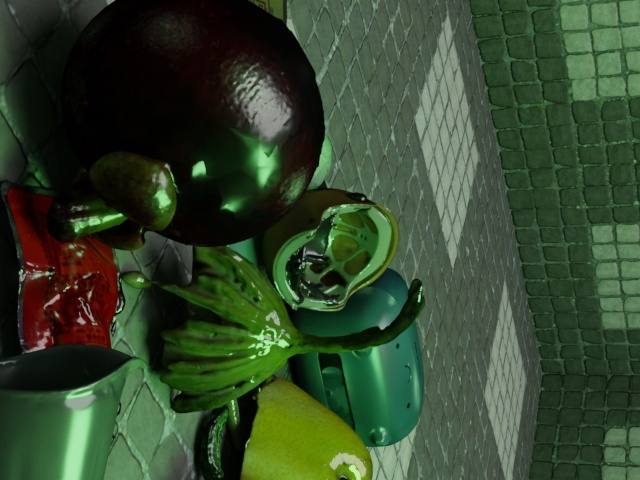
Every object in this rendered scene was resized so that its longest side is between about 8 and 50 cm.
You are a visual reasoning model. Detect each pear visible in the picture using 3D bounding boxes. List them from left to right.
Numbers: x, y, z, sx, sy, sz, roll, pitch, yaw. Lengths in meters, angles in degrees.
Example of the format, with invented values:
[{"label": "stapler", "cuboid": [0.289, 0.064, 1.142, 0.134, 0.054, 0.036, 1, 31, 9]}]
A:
[{"label": "pear", "cuboid": [-0.012, 0.340, 1.556, 0.267, 0.178, 0.267, 6, 90, -78]}]

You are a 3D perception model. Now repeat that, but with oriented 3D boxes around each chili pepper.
[{"label": "chili pepper", "cuboid": [-0.146, 0.268, 1.430, 0.055, 0.035, 0.118, 83, 8, -49]}]

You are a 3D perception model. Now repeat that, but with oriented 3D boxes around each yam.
[{"label": "yam", "cuboid": [-0.125, 0.245, 1.496, 0.021, 0.021, 0.116, -48, 132, -61]}]

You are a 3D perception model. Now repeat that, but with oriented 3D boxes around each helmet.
[{"label": "helmet", "cuboid": [0.000, 0.000, 1.609, 0.224, 0.130, 0.198, -12, 131, -40]}]

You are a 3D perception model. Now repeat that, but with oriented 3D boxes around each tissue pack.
[{"label": "tissue pack", "cuboid": [0.061, 0.201, 1.741, 0.206, 0.198, 0.287, -54, 139, -59]}]

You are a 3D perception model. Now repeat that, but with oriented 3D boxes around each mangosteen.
[{"label": "mangosteen", "cuboid": [-0.138, -0.122, 1.124, 0.293, 0.297, 0.297, -83, 160, -54]}]

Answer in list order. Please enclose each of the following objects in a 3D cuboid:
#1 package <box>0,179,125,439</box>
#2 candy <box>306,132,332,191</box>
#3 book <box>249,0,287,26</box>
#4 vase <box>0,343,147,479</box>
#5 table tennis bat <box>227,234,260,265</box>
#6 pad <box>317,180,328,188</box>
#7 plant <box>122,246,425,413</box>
[{"label": "package", "cuboid": [-0.257, 0.077, 1.102, 0.194, 0.071, 0.269, 28, 59, -74]}, {"label": "candy", "cuboid": [-0.101, -0.239, 1.523, 0.440, 0.119, 0.119, 61, 33, -37]}, {"label": "book", "cuboid": [-0.130, -0.314, 1.422, 0.231, 0.026, 0.161, 8, 81, -49]}, {"label": "vase", "cuboid": [-0.279, 0.249, 0.942, 0.251, 0.156, 0.301, 5, 91, -40]}, {"label": "table tennis bat", "cuboid": [-0.116, 0.019, 1.527, 0.149, 0.038, 0.237, 17, 69, -74]}, {"label": "pad", "cuboid": [-0.017, -0.072, 1.838, 0.157, 0.003, 0.112, -70, 150, -44]}, {"label": "plant", "cuboid": [-0.056, 0.136, 1.294, 0.180, 0.333, 0.251, -50, 148, -40]}]
